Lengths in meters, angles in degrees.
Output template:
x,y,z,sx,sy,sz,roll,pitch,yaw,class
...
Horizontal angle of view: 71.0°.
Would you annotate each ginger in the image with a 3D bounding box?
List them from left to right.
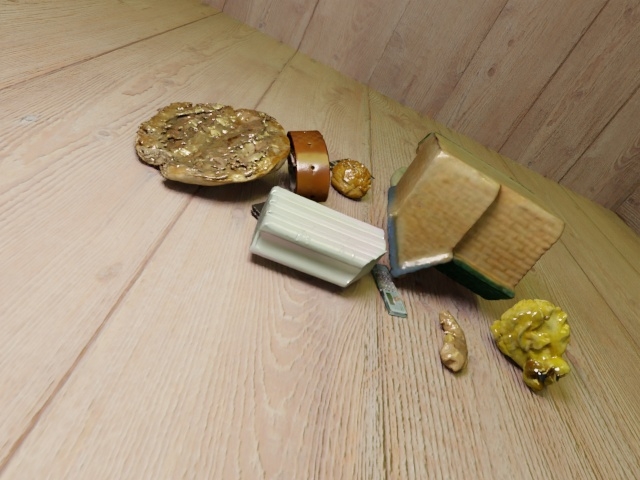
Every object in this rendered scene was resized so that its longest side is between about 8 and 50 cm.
x,y,z,sx,sy,sz,roll,pitch,yaw,class
0.299,0.230,1.011,0.069,0.051,0.173,31,25,-7,ginger

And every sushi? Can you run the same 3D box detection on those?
x,y,z,sx,sy,sz,roll,pitch,yaw,class
0.110,-0.260,1.596,0.139,0.031,0.201,39,32,17,sushi

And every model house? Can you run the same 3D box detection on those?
x,y,z,sx,sy,sz,roll,pitch,yaw,class
0.354,-0.036,1.183,0.382,0.343,0.334,30,23,-3,model house

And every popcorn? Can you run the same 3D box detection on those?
x,y,z,sx,sy,sz,roll,pitch,yaw,class
0.518,0.240,1.066,0.195,0.168,0.173,60,4,26,popcorn

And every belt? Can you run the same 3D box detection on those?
x,y,z,sx,sy,sz,roll,pitch,yaw,class
-0.036,-0.201,1.230,0.105,0.184,0.261,-5,29,-10,belt

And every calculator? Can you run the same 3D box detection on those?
x,y,z,sx,sy,sz,roll,pitch,yaw,class
0.165,0.117,1.094,0.057,0.018,0.172,14,35,-22,calculator

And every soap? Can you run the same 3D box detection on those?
x,y,z,sx,sy,sz,roll,pitch,yaw,class
0.000,0.000,1.003,0.289,0.095,0.173,21,32,-12,soap

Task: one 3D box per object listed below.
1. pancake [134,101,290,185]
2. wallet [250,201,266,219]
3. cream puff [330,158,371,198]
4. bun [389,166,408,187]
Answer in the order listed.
x,y,z,sx,sy,sz,roll,pitch,yaw,class
-0.276,-0.250,1.135,0.382,0.071,0.382,6,41,-5,pancake
-0.053,-0.017,1.100,0.244,0.025,0.124,41,35,20,wallet
0.100,-0.203,1.431,0.126,0.103,0.144,10,29,-27,cream puff
0.343,-0.164,1.576,0.221,0.108,0.221,26,22,-12,bun
